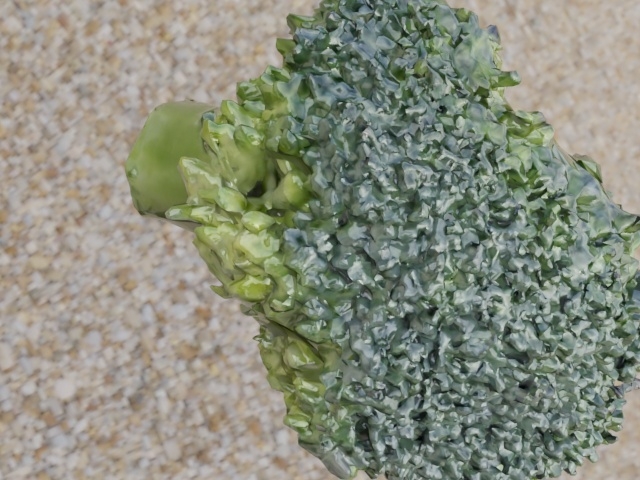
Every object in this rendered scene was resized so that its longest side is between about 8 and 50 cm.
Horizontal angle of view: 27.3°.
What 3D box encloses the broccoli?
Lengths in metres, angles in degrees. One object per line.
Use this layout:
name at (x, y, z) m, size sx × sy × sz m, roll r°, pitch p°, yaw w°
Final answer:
broccoli at (0.007, -0.022, 0.801) m, size 0.275 × 0.353 × 0.397 m, roll -27°, pitch 62°, yaw -31°
